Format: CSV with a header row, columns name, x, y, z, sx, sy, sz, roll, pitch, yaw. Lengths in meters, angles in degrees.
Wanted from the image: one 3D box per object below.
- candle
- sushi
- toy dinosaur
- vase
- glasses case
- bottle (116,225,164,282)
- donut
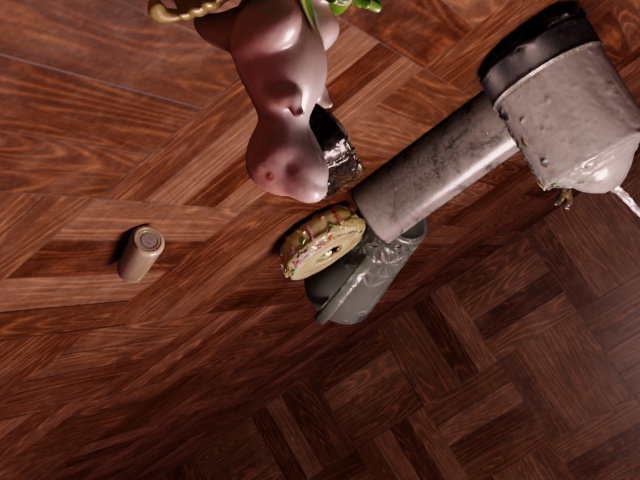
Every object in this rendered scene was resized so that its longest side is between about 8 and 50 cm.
name,x,y,z,sx,sy,sz,roll,pitch,yaw
candle,0.382,-0.160,1.285,0.187,0.330,0.187,-28,173,-4
sushi,0.002,-0.109,1.129,0.078,0.090,0.150,-35,165,0
toy dinosaur,-0.034,-0.148,0.734,0.177,0.194,0.152,-56,171,23
vase,0.085,0.043,1.678,0.251,0.156,0.301,-52,-179,-41
glasses case,0.195,-0.120,1.446,0.299,0.114,0.060,-36,165,19
bottle,-0.240,0.020,1.154,0.045,0.045,0.096,-21,165,-36
donut,0.000,0.000,1.547,0.174,0.068,0.174,-31,165,-9
